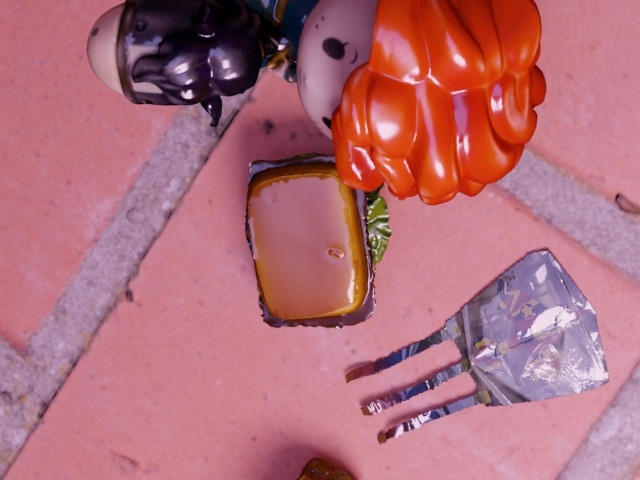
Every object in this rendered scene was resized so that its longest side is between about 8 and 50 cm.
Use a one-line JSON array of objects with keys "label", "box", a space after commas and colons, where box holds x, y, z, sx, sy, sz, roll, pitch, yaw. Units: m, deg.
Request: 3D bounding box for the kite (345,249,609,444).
[{"label": "kite", "box": [0.145, 0.113, 1.728, 0.245, 0.015, 0.141, -25, 89, 15]}]

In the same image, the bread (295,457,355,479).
[{"label": "bread", "box": [-0.011, 0.285, 1.731, 0.069, 0.128, 0.140, 23, 103, 5]}]

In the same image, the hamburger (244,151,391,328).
[{"label": "hamburger", "box": [0.000, 0.000, 1.710, 0.137, 0.087, 0.166, -2, 98, 13]}]

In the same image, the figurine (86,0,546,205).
[{"label": "figurine", "box": [-0.003, -0.177, 1.575, 0.411, 0.306, 0.241, 14, 110, 13]}]
